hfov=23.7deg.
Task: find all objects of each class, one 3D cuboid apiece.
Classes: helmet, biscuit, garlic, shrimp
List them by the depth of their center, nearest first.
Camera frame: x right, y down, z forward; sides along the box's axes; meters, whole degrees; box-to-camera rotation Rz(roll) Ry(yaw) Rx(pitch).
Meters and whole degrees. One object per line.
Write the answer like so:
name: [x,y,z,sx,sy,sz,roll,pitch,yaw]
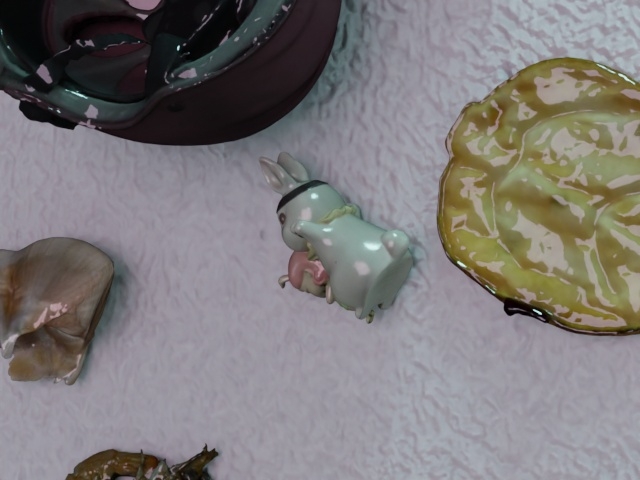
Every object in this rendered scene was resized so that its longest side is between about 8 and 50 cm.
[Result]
biscuit: [0.205,-0.024,1.169,0.260,0.041,0.203,34,96,22]
helmet: [-0.128,-0.202,1.247,0.338,0.197,0.271,9,81,30]
shrimp: [-0.162,0.219,1.316,0.180,0.041,0.099,-32,59,20]
garlic: [-0.261,0.056,1.341,0.174,0.099,0.124,2,71,25]

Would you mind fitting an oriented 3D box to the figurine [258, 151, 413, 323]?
figurine: [-0.005,0.003,1.235,0.146,0.081,0.098,34,99,23]
